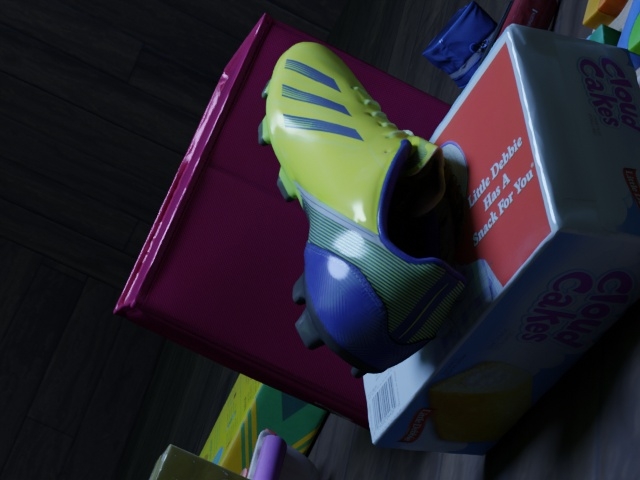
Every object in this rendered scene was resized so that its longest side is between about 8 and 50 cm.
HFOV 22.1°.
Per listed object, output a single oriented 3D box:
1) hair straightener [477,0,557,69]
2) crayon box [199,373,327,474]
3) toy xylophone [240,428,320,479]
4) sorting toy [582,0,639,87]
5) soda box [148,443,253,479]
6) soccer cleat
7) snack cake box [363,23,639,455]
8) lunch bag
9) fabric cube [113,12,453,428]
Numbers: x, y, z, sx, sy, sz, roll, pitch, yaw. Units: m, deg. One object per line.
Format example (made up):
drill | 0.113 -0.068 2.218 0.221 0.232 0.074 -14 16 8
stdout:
hair straightener | 0.193 -0.229 1.557 0.089 0.047 0.230 -54 13 54
crayon box | -0.061 0.202 1.794 0.318 0.081 0.202 -63 8 11
toy xylophone | -0.090 0.341 1.557 0.236 0.081 0.323 -79 16 -59
sorting toy | 0.229 -0.172 1.178 0.208 0.038 0.193 -68 8 -23
soda box | -0.052 0.228 1.280 0.061 0.181 0.058 -69 8 -27
soccer cleat | 0.033 -0.040 1.051 0.121 0.093 0.289 -40 37 25
snack cake box | 0.112 0.009 1.043 0.264 0.089 0.152 124 148 -49
lunch bag | 0.153 -0.196 1.664 0.067 0.065 0.098 -50 6 -4
fabric cube | 0.000 0.000 1.365 0.259 0.258 0.254 -66 9 -7
